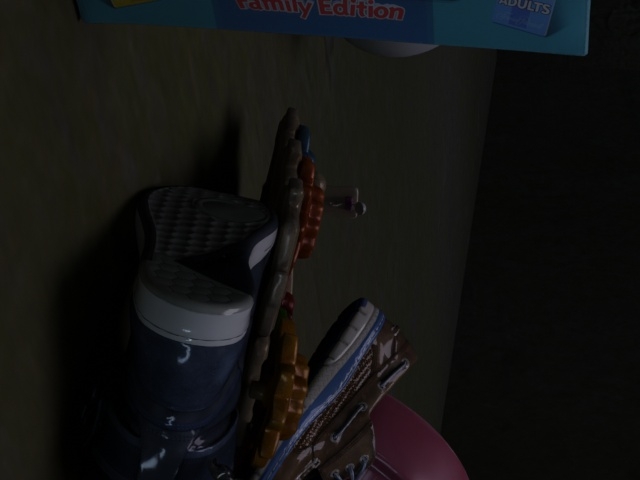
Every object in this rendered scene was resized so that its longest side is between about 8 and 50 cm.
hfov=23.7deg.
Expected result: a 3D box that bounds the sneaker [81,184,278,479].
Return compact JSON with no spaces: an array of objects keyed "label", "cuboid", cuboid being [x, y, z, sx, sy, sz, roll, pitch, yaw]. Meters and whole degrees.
[{"label":"sneaker","cuboid":[-0.080,0.066,0.881,0.226,0.086,0.163,-81,-177,-70]}]

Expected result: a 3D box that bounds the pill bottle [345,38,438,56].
[{"label":"pill bottle","cuboid":[0.050,-0.261,1.193,0.283,0.161,0.161,67,30,-70]}]

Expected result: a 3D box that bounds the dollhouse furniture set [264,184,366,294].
[{"label":"dollhouse furniture set","cuboid":[0.000,0.000,1.285,0.091,0.081,0.114,-56,150,-70]}]

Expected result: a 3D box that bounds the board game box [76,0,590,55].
[{"label":"board game box","cuboid":[0.031,-0.252,0.814,0.079,0.253,0.336,82,17,-51]}]

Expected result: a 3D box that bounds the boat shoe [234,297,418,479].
[{"label":"boat shoe","cuboid":[0.004,0.125,0.986,0.183,0.066,0.066,-56,-173,-19]}]

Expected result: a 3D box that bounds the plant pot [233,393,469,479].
[{"label":"plant pot","cuboid":[-0.014,0.221,1.071,0.180,0.201,0.201,-55,152,-41]}]

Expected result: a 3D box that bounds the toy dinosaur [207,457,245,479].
[{"label":"toy dinosaur","cuboid":[-0.047,0.191,0.782,0.118,0.268,0.064,-53,-152,-5]}]

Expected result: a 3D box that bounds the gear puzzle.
[{"label":"gear puzzle","cuboid":[-0.021,0.035,1.001,0.339,0.044,0.176,-95,-162,-69]}]
